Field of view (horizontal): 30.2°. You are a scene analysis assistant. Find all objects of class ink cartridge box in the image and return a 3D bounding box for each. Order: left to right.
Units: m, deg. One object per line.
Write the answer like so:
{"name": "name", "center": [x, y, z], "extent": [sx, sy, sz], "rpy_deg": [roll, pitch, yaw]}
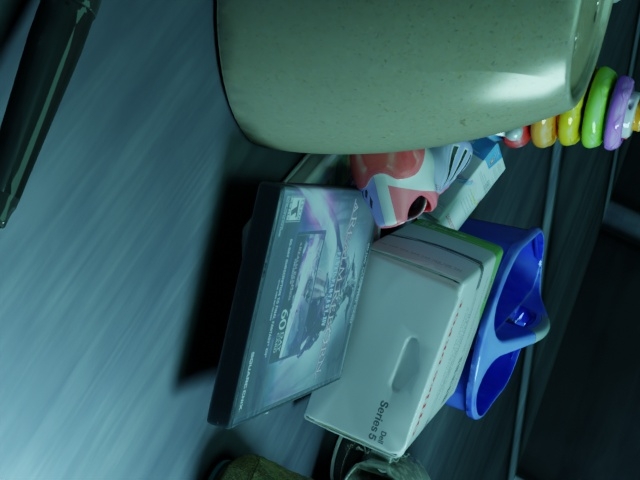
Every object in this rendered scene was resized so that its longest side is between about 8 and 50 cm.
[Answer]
{"name": "ink cartridge box", "center": [0.100, 0.096, 1.303], "extent": [0.273, 0.115, 0.198], "rpy_deg": [-20, 130, -72]}
{"name": "ink cartridge box", "center": [0.169, -0.069, 1.467], "extent": [0.122, 0.052, 0.088], "rpy_deg": [-53, 158, -6]}

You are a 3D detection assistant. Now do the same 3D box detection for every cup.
{"name": "cup", "center": [0.098, -0.207, 0.914], "extent": [0.331, 0.237, 0.331], "rpy_deg": [15, 90, -71]}

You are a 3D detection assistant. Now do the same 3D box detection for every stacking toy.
{"name": "stacking toy", "center": [0.385, -0.188, 1.659], "extent": [0.175, 0.302, 0.165], "rpy_deg": [-22, 125, -69]}

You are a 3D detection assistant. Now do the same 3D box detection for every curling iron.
{"name": "curling iron", "center": [-0.133, -0.139, 0.610], "extent": [0.068, 0.035, 0.274], "rpy_deg": [30, 75, -67]}

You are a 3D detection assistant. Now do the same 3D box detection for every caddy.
{"name": "caddy", "center": [0.219, 0.098, 1.601], "extent": [0.341, 0.179, 0.241], "rpy_deg": [-28, 131, -66]}

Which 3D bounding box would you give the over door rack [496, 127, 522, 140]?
{"name": "over door rack", "center": [0.234, -0.249, 1.359], "extent": [0.324, 0.108, 0.239], "rpy_deg": [-36, 148, -46]}

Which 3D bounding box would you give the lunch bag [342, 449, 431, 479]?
{"name": "lunch bag", "center": [0.070, 0.392, 1.416], "extent": [0.235, 0.169, 0.286], "rpy_deg": [27, 74, -75]}

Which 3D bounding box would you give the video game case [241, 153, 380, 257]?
{"name": "video game case", "center": [0.000, 0.000, 1.124], "extent": [0.285, 0.025, 0.204], "rpy_deg": [-53, 152, -48]}

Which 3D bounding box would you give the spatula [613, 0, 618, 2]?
{"name": "spatula", "center": [0.338, -0.344, 1.638], "extent": [0.242, 0.168, 0.019], "rpy_deg": [8, 76, -70]}

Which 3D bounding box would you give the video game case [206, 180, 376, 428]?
{"name": "video game case", "center": [-0.014, 0.046, 1.042], "extent": [0.274, 0.026, 0.196], "rpy_deg": [-5, 109, -70]}

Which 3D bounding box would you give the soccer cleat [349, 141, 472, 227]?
{"name": "soccer cleat", "center": [0.091, -0.063, 1.141], "extent": [0.248, 0.083, 0.095], "rpy_deg": [-7, 90, -69]}

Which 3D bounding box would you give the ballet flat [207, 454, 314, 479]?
{"name": "ballet flat", "center": [-0.021, 0.298, 1.157], "extent": [0.348, 0.123, 0.123], "rpy_deg": [67, 42, -62]}

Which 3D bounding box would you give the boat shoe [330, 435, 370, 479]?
{"name": "boat shoe", "center": [0.047, 0.236, 1.425], "extent": [0.046, 0.038, 0.125], "rpy_deg": [79, 31, -55]}
